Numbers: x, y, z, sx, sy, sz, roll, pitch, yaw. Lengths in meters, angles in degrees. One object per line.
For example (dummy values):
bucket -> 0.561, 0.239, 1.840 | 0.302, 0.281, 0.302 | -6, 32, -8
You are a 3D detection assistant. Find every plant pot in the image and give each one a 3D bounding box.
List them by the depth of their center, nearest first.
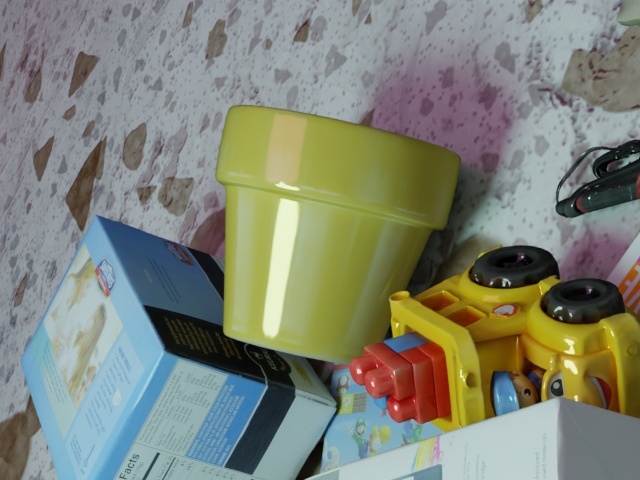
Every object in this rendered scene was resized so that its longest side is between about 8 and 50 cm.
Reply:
plant pot -> 0.000, 0.000, 1.468 | 0.254, 0.254, 0.239 | 11, 88, 56

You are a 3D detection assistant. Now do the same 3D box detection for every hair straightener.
hair straightener -> 0.300, -0.068, 1.275 | 0.230, 0.047, 0.089 | -26, 32, 53

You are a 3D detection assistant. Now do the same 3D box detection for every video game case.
video game case -> 0.067, 0.252, 1.438 | 0.204, 0.025, 0.285 | -16, 60, 50

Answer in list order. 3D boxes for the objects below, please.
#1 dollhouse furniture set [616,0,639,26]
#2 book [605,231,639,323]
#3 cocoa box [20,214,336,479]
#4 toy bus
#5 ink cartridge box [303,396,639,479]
dollhouse furniture set -> 0.372, -0.218, 1.157 | 0.184, 0.129, 0.129 | 14, 84, 57
book -> 0.296, 0.049, 1.219 | 0.144, 0.035, 0.096 | -58, 37, 12
cocoa box -> -0.179, 0.164, 1.624 | 0.231, 0.228, 0.347 | -61, 31, 14
toy bus -> 0.144, 0.111, 1.197 | 0.220, 0.211, 0.149 | 30, 131, 58
ink cartridge box -> 0.151, 0.240, 1.149 | 0.353, 0.207, 0.119 | -29, 51, 52
